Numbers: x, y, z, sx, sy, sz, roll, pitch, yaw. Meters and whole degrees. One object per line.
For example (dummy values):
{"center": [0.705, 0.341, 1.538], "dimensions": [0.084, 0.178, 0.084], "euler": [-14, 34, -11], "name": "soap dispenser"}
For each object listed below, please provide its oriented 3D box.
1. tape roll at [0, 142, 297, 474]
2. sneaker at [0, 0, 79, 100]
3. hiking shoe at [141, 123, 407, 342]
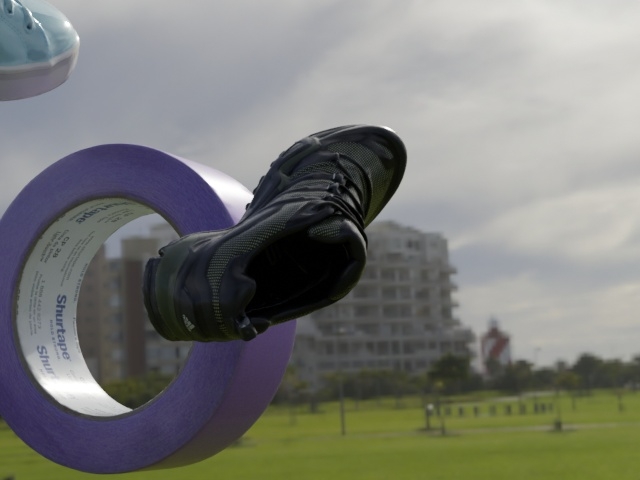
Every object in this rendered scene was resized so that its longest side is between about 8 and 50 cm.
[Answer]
{"center": [-0.161, 0.059, 1.014], "dimensions": [0.275, 0.274, 0.090], "euler": [-6, -9, 25], "name": "tape roll"}
{"center": [-0.308, -0.210, 0.937], "dimensions": [0.150, 0.135, 0.366], "euler": [-54, -24, 20], "name": "sneaker"}
{"center": [0.000, 0.000, 0.759], "dimensions": [0.114, 0.086, 0.227], "euler": [12, 42, 43], "name": "hiking shoe"}
